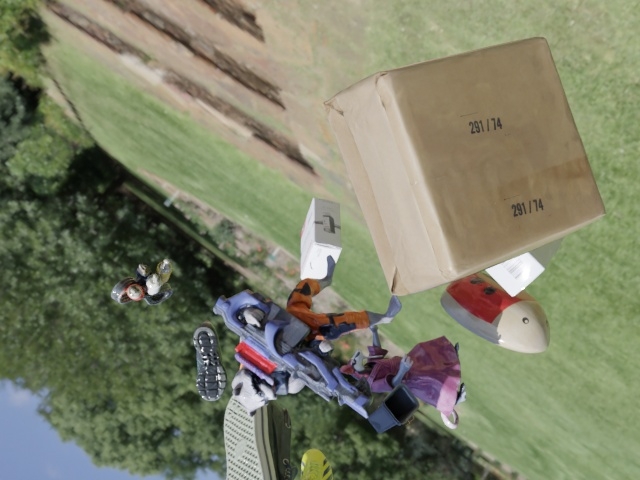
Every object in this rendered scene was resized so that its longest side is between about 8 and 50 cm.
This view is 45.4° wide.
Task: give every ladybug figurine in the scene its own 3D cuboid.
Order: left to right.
[{"bbox_3d":[0.582,0.222,2.547,0.305,0.161,0.449,7,-164,-34],"label":"ladybug figurine"}]

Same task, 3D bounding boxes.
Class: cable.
[{"bbox_3d":[-0.389,0.123,1.733,0.072,0.139,0.287,47,162,13],"label":"cable"}]

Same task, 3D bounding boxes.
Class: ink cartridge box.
[{"bbox_3d":[0.000,0.000,2.329,0.092,0.158,0.217,12,-139,-10],"label":"ink cartridge box"}]

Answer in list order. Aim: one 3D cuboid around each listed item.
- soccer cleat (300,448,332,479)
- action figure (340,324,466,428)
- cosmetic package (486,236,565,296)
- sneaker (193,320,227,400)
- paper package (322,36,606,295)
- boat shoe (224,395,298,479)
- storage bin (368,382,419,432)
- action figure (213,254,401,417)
[{"bbox_3d":[-0.021,0.694,2.171,0.289,0.094,0.121,-88,-17,-56],"label":"soccer cleat"},{"bbox_3d":[0.234,0.395,2.286,0.371,0.275,0.248,-1,-153,-6],"label":"action figure"},{"bbox_3d":[0.320,-0.090,1.561,0.377,0.097,0.284,47,-147,8],"label":"cosmetic package"},{"bbox_3d":[-0.353,0.387,2.480,0.101,0.267,0.106,-2,-167,-3],"label":"sneaker"},{"bbox_3d":[0.215,-0.113,1.131,0.168,0.325,0.309,-16,93,59],"label":"paper package"},{"bbox_3d":[-0.131,0.568,1.783,0.156,0.187,0.500,32,-148,-31],"label":"boat shoe"},{"bbox_3d":[0.198,0.470,2.092,0.098,0.091,0.135,51,-146,8],"label":"storage bin"},{"bbox_3d":[-0.008,0.198,1.352,0.341,0.330,0.178,40,151,30],"label":"action figure"}]
